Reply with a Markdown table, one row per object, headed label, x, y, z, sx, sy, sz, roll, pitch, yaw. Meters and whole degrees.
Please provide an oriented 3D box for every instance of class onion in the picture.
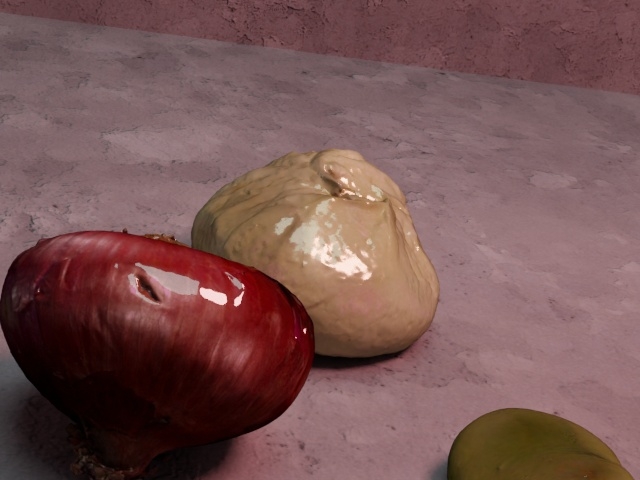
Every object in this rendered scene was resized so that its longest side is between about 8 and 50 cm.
| label | x | y | z | sx | sy | sz | roll | pitch | yaw |
| --- | --- | --- | --- | --- | --- | --- | --- | --- | --- |
| onion | -0.184 | 0.132 | 1.470 | 0.348 | 0.285 | 0.347 | 15 | -16 | 4 |

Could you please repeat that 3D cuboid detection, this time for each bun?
| label | x | y | z | sx | sy | sz | roll | pitch | yaw |
| --- | --- | --- | --- | --- | --- | --- | --- | --- | --- |
| bun | 0.000 | 0.000 | 1.849 | 0.361 | 0.213 | 0.361 | 10 | 24 | -5 |

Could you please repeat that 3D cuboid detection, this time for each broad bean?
| label | x | y | z | sx | sy | sz | roll | pitch | yaw |
| --- | --- | --- | --- | --- | --- | --- | --- | --- | --- |
| broad bean | 0.234 | 0.265 | 1.480 | 0.189 | 0.121 | 0.263 | -13 | 18 | -10 |
